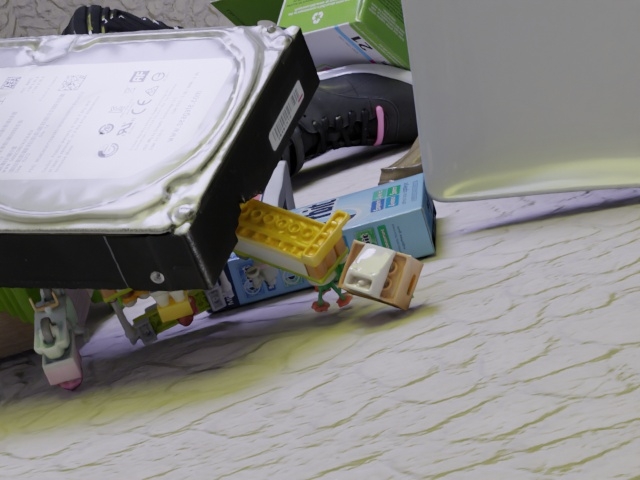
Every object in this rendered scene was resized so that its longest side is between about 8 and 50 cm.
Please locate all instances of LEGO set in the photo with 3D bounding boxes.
[{"bbox_3d":[-0.061,0.038,1.388,0.287,0.107,0.132,-10,46,10],"label":"LEGO set"}]

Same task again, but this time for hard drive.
[{"bbox_3d":[-0.194,-0.064,1.422,0.339,0.064,0.237,0,42,27],"label":"hard drive"}]

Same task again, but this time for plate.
[{"bbox_3d":[0.193,-0.174,1.453,0.277,0.278,0.045,-3,11,30],"label":"plate"}]

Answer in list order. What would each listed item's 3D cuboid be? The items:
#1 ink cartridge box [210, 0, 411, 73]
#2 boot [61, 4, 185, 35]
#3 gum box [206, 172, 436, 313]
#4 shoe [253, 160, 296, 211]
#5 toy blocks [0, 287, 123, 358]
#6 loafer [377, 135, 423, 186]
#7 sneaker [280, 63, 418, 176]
[{"bbox_3d":[0.015,-0.205,2.138,0.255,0.189,0.097,-10,54,41],"label":"ink cartridge box"},{"bbox_3d":[-0.193,-0.117,2.213,0.260,0.348,0.131,-53,29,36],"label":"boot"},{"bbox_3d":[0.000,0.000,1.549,0.184,0.041,0.157,-16,11,7],"label":"gum box"},{"bbox_3d":[-0.067,-0.025,1.722,0.081,0.063,0.178,-10,15,6],"label":"shoe"},{"bbox_3d":[-0.318,-0.008,1.638,0.261,0.191,0.381,-17,33,14],"label":"toy blocks"},{"bbox_3d":[0.105,-0.083,1.802,0.056,0.050,0.148,-5,15,46],"label":"loafer"},{"bbox_3d":[-0.003,-0.108,2.021,0.295,0.104,0.147,4,43,2],"label":"sneaker"}]
